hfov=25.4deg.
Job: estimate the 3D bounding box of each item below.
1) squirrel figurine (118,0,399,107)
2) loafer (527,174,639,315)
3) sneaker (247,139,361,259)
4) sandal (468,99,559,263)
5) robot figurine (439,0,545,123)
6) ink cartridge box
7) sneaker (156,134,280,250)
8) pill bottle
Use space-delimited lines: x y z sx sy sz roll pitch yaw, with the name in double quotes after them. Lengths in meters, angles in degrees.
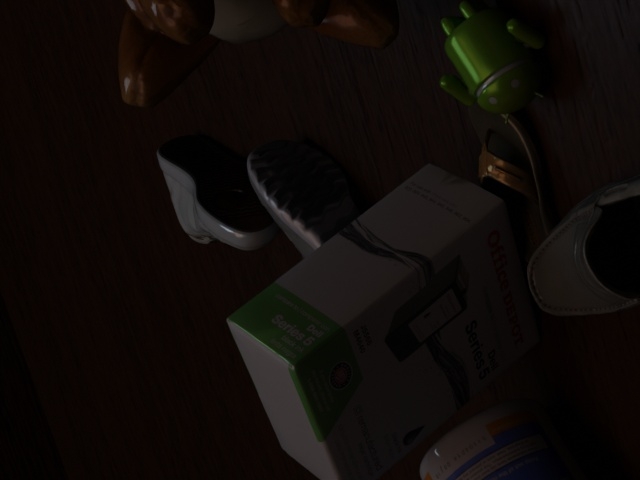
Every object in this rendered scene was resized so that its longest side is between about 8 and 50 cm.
-0.103 -0.366 1.271 0.370 0.281 0.397 56 -151 -68 "squirrel figurine"
0.259 0.001 1.204 0.112 0.111 0.319 63 152 9 "loafer"
0.000 0.000 1.658 0.281 0.105 0.115 52 148 25 "sneaker"
0.181 -0.054 1.365 0.072 0.049 0.180 -5 105 61 "sandal"
0.159 -0.166 1.302 0.101 0.067 0.115 -38 74 30 "robot figurine"
0.069 0.086 1.386 0.115 0.273 0.198 31 151 45 "ink cartridge box"
-0.121 -0.037 1.859 0.290 0.106 0.123 44 150 55 "sneaker"
0.224 0.307 1.412 0.272 0.152 0.152 60 152 29 "pill bottle"
